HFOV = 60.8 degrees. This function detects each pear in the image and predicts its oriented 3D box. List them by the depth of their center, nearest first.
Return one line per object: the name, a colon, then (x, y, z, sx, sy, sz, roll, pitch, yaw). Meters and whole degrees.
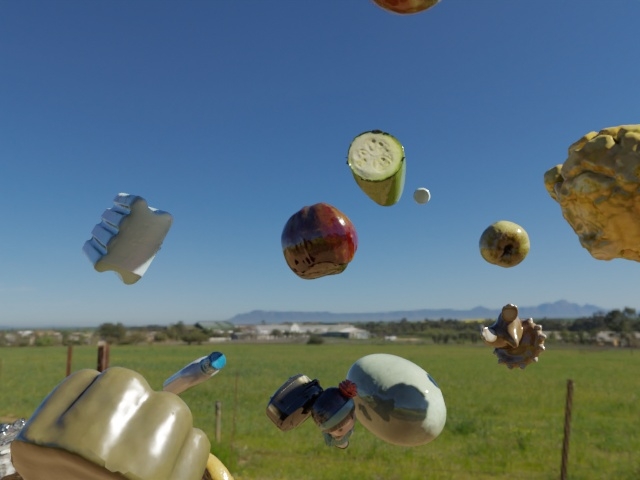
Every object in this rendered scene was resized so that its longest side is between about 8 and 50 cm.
pear: (0.627, 0.015, 1.856, 0.167, 0.167, 0.136, 0, 13, 1)

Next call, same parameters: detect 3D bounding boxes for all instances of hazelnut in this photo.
hazelnut: (0.000, 0.000, 1.557, 0.234, 0.218, 0.218, -26, -21, 33)

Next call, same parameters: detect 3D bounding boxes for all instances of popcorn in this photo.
popcorn: (0.811, -0.125, 1.419, 0.390, 0.344, 0.354, -5, -25, 8)

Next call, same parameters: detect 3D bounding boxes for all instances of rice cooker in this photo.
rice cooker: (-0.070, 0.440, 1.491, 0.106, 0.165, 0.112, 30, -35, 26)

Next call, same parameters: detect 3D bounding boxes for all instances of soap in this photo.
soap: (-0.432, -0.010, 1.207, 0.095, 0.173, 0.289, 33, -10, -27)

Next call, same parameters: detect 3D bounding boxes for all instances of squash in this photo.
squash: (0.176, -0.211, 1.727, 0.189, 0.189, 0.260, -1, -17, 3)

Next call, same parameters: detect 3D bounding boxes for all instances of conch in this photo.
conch: (-0.843, 0.623, 1.480, 0.313, 0.186, 0.240, -28, -32, -41)

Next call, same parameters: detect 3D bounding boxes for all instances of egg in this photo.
egg: (0.231, 0.496, 1.712, 0.352, 0.258, 0.258, 22, 7, 38)

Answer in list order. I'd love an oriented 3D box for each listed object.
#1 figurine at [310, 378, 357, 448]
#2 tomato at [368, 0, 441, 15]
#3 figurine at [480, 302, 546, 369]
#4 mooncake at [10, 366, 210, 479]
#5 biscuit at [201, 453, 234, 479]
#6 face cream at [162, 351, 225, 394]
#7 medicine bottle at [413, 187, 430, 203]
figurine: (0.047, 0.472, 1.467, 0.110, 0.138, 0.245, 21, -32, 23)
tomato: (0.163, -0.585, 1.054, 0.222, 0.270, 0.270, 35, 13, 33)
figurine: (0.618, 0.317, 1.725, 0.173, 0.177, 0.247, 44, -5, 25)
mooncake: (-0.412, 0.434, 1.114, 0.378, 0.201, 0.378, 12, -48, 13)
biscuit: (-0.351, 0.815, 1.782, 0.102, 0.296, 0.296, -27, 11, -41)
face cream: (-0.436, 0.468, 1.937, 0.163, 0.080, 0.337, -20, -12, -42)
medicine bottle: (0.290, -0.127, 1.566, 0.047, 0.047, 0.083, -2, 6, 9)
